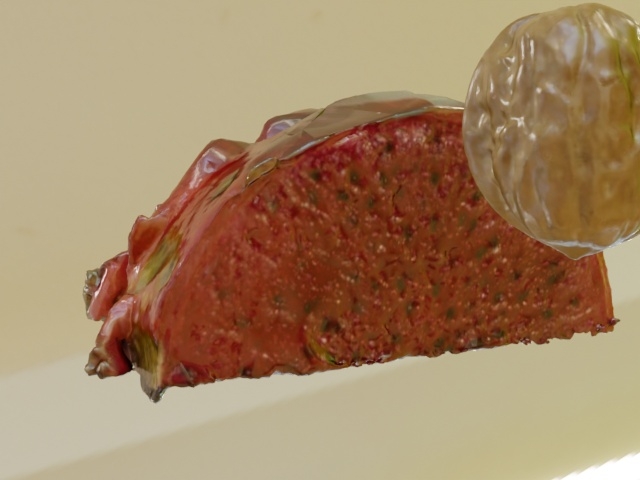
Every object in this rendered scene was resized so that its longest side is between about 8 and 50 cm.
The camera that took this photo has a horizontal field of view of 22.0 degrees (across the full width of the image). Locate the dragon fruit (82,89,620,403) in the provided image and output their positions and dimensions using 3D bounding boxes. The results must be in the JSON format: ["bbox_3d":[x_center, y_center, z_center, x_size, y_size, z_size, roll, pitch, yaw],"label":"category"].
[{"bbox_3d":[-0.003,-0.011,0.798,0.274,0.161,0.126,-6,-80,-27],"label":"dragon fruit"}]

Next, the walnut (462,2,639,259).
[{"bbox_3d":[0.094,-0.040,0.615,0.082,0.079,0.096,-1,-83,7],"label":"walnut"}]
